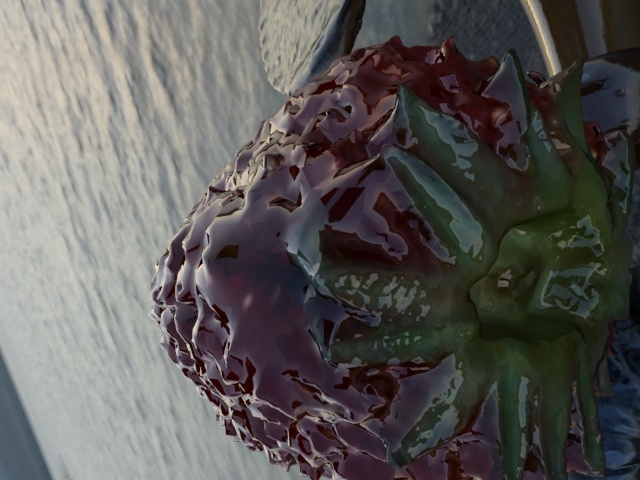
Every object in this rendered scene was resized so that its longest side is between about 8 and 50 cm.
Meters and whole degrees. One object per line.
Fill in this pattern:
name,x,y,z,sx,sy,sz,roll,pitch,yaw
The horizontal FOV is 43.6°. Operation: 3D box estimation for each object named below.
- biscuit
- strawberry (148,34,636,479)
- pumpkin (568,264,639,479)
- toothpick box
biscuit,-0.004,-0.316,0.897,0.318,0.040,0.318,-175,90,-67
strawberry,0.030,0.014,0.538,0.343,0.292,0.292,9,119,56
pumpkin,0.433,0.209,1.018,0.266,0.363,0.364,-62,-44,-74
toothpick box,0.302,-0.216,0.869,0.192,0.192,0.295,128,142,-64
